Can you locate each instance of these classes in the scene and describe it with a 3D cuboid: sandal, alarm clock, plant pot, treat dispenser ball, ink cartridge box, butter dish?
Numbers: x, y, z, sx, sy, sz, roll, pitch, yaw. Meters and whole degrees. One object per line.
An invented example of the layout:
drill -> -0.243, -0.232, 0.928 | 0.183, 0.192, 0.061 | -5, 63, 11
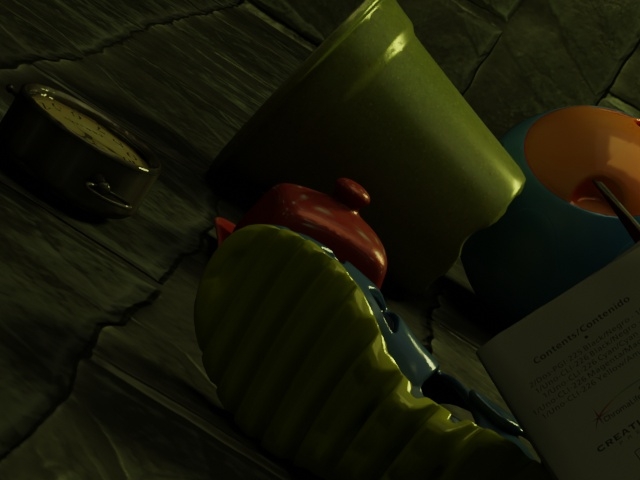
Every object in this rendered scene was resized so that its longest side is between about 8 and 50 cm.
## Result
sandal -> 0.044, 0.113, 1.150 | 0.317, 0.126, 0.138 | 46, 13, 19
alarm clock -> -0.188, -0.061, 1.401 | 0.129, 0.064, 0.192 | 27, 9, -29
plant pot -> 0.068, -0.089, 1.867 | 0.254, 0.276, 0.276 | 44, 10, -2
treat dispenser ball -> 0.302, -0.012, 2.041 | 0.288, 0.288, 0.288 | 32, 10, -6
ink cartridge box -> 0.233, 0.154, 1.082 | 0.309, 0.130, 0.272 | 51, 6, -42
butter dish -> 0.000, 0.000, 1.534 | 0.160, 0.118, 0.160 | 31, 11, -12
